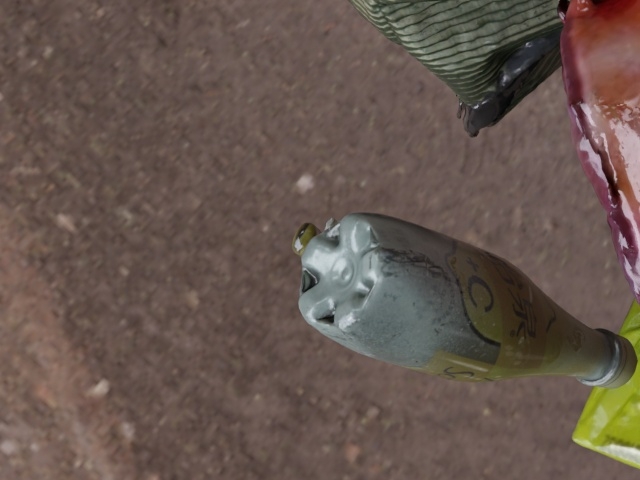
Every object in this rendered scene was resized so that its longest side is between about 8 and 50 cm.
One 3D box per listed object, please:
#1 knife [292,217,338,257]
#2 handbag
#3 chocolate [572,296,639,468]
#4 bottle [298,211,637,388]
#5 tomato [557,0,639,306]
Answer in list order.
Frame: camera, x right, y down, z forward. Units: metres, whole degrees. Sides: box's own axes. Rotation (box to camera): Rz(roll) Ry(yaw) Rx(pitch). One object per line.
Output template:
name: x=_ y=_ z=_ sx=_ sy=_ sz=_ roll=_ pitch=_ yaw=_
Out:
knife: x=0.003 y=0.001 z=1.321 sx=0.017 sy=0.298 sz=0.047 roll=17 pitch=87 yaw=6
handbag: x=0.157 y=-0.259 z=1.178 sx=0.247 sy=0.340 sz=0.240 roll=51 pitch=172 yaw=30
chocolate: x=0.448 y=0.132 z=1.537 sx=0.301 sy=0.289 sz=0.137 roll=18 pitch=167 yaw=38
bottle: x=0.104 y=0.051 z=0.954 sx=0.269 sy=0.083 sz=0.083 roll=20 pitch=140 yaw=-40
tomato: x=0.245 y=-0.081 z=0.753 sx=0.176 sy=0.335 sz=0.289 roll=-22 pitch=134 yaw=26
